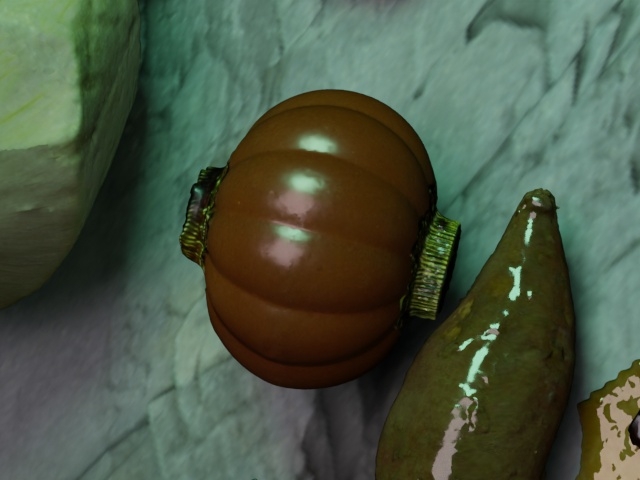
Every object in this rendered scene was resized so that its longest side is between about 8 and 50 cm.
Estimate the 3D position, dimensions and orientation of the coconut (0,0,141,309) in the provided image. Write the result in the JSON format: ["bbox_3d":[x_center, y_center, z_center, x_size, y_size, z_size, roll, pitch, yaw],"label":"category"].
[{"bbox_3d":[-0.337,-0.113,1.215,0.415,0.344,0.415,-31,28,19],"label":"coconut"}]

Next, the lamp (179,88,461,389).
[{"bbox_3d":[0.000,0.000,1.116,0.196,0.223,0.223,13,87,7],"label":"lamp"}]

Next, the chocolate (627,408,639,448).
[{"bbox_3d":[0.287,0.087,1.037,0.086,0.028,0.182,42,100,26],"label":"chocolate"}]

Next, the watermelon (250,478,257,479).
[{"bbox_3d":[-0.024,0.347,1.139,0.226,0.148,0.318,-3,65,10],"label":"watermelon"}]

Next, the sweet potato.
[{"bbox_3d":[0.110,0.125,1.087,0.131,0.131,0.337,5,83,29],"label":"sweet potato"}]

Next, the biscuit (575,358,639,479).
[{"bbox_3d":[0.297,0.163,1.041,0.232,0.013,0.237,-40,64,16],"label":"biscuit"}]
